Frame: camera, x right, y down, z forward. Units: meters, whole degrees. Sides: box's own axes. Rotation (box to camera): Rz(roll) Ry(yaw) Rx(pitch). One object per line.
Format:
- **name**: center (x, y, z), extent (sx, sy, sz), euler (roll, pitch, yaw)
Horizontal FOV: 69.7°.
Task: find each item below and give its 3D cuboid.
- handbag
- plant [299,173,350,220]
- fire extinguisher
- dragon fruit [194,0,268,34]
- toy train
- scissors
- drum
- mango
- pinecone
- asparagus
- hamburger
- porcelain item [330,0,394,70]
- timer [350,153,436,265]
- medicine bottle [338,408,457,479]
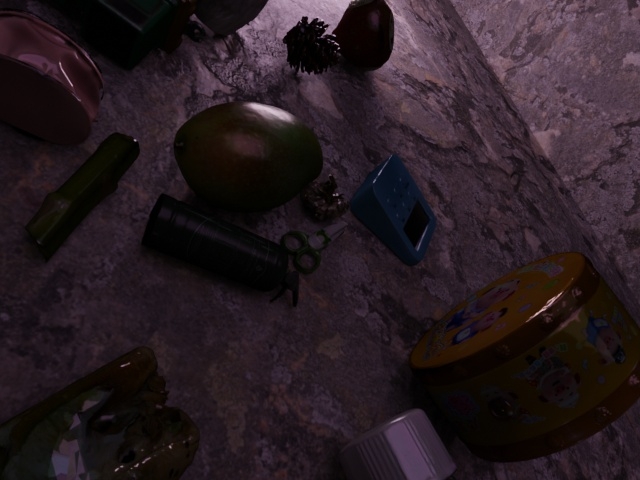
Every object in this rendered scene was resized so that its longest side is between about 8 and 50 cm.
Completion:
- **handbag**: center (-0.449, -0.252, 0.726), extent (0.205, 0.179, 0.116), euler (25, 54, -23)
- **plant**: center (0.019, -0.110, 1.066), extent (0.117, 0.122, 0.104), euler (-5, 53, -35)
- **fire extinguisher**: center (-0.159, 0.028, 0.834), extent (0.311, 0.095, 0.114), euler (23, 92, -24)
- **dragon fruit**: center (-0.239, -0.672, 1.116), extent (0.283, 0.221, 0.204), euler (59, 17, -23)
- **toy train**: center (-0.445, -0.530, 0.942), extent (0.429, 0.178, 0.249), euler (33, 55, -18)
- **scissors**: center (0.000, 0.000, 1.033), extent (0.204, 0.027, 0.101), euler (-30, 83, -46)
- **drum**: center (0.403, 0.223, 0.930), extent (0.214, 0.431, 0.431), euler (55, 42, 4)
- **mango**: center (-0.117, -0.169, 0.934), extent (0.225, 0.201, 0.382), euler (38, 27, 23)
- **pinecone**: center (-0.022, -0.548, 1.309), extent (0.174, 0.173, 0.173), euler (22, 49, -27)
- **asparagus**: center (-0.383, -0.081, 0.745), extent (0.067, 0.060, 0.277), euler (51, 38, -28)
- **hamburger**: center (-0.260, 0.245, 0.527), extent (0.288, 0.192, 0.167), euler (-29, 92, -47)
- **porcelain item**: center (0.127, -0.691, 1.539), extent (0.253, 0.253, 0.253), euler (22, 49, -27)
- **timer**: center (0.220, -0.083, 1.239), extent (0.250, 0.091, 0.232), euler (45, 41, -10)
- **medicine bottle**: center (0.189, 0.474, 0.709), extent (0.242, 0.242, 0.395), euler (1, 49, -40)
